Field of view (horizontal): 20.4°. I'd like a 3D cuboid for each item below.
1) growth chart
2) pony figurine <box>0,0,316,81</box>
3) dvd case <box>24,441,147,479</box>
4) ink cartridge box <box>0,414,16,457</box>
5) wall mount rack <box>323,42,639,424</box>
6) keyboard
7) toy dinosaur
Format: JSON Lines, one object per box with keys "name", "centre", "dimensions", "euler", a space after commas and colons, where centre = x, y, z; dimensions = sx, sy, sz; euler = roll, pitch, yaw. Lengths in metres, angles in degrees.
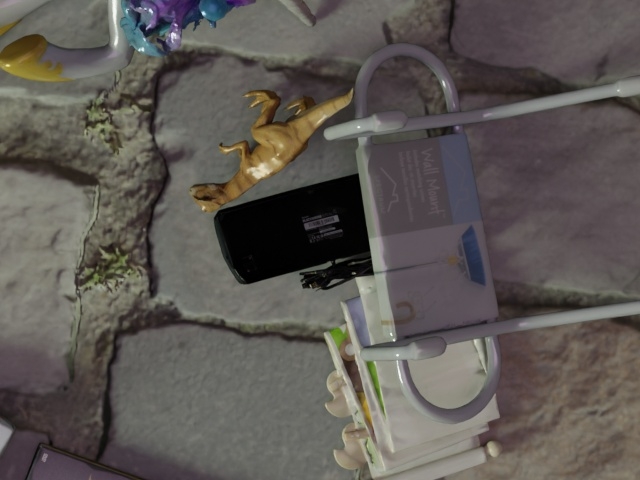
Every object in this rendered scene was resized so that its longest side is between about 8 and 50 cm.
{"name": "growth chart", "centre": [0.085, 0.117, 1.658], "dimensions": [0.172, 0.021, 0.237], "euler": [-8, 96, -9]}
{"name": "pony figurine", "centre": [-0.153, -0.298, 1.482], "dimensions": [0.364, 0.303, 0.351], "euler": [-14, 129, -12]}
{"name": "dvd case", "centre": [-0.182, 0.298, 1.625], "dimensions": [0.221, 0.018, 0.164], "euler": [22, 90, -11]}
{"name": "ink cartridge box", "centre": [-0.380, 0.182, 1.567], "dimensions": [0.179, 0.045, 0.145], "euler": [31, 88, -14]}
{"name": "wall mount rack", "centre": [0.164, -0.018, 1.595], "dimensions": [0.304, 0.130, 0.350], "euler": [-9, 90, -27]}
{"name": "keyboard", "centre": [0.000, 0.000, 1.620], "dimensions": [0.192, 0.038, 0.100], "euler": [-15, 80, -20]}
{"name": "toy dinosaur", "centre": [-0.026, -0.094, 1.570], "dimensions": [0.064, 0.112, 0.211], "euler": [33, 125, -29]}
